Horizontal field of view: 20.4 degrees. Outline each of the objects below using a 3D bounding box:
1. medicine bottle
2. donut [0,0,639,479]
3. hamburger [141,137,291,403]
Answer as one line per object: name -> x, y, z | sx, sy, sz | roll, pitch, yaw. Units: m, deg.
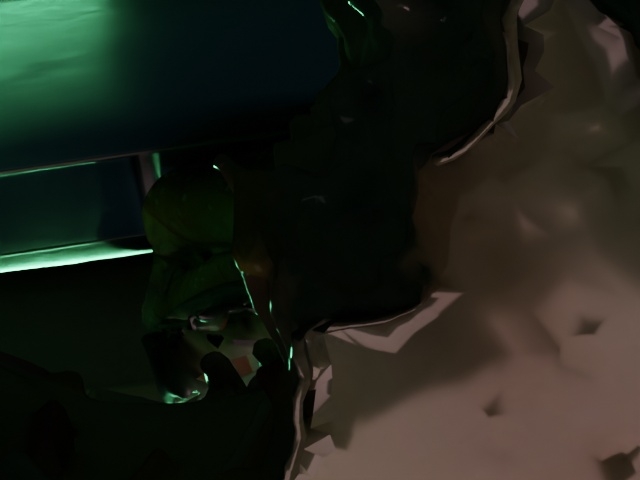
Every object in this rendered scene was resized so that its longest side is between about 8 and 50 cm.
medicine bottle -> -0.079, 0.120, 1.327 | 0.406, 0.236, 0.236 | -7, 174, -11
donut -> -0.049, 0.035, 0.474 | 0.371, 0.307, 0.150 | -12, -149, 11
hamburger -> -0.002, 0.002, 0.898 | 0.214, 0.125, 0.235 | -22, 170, 41
